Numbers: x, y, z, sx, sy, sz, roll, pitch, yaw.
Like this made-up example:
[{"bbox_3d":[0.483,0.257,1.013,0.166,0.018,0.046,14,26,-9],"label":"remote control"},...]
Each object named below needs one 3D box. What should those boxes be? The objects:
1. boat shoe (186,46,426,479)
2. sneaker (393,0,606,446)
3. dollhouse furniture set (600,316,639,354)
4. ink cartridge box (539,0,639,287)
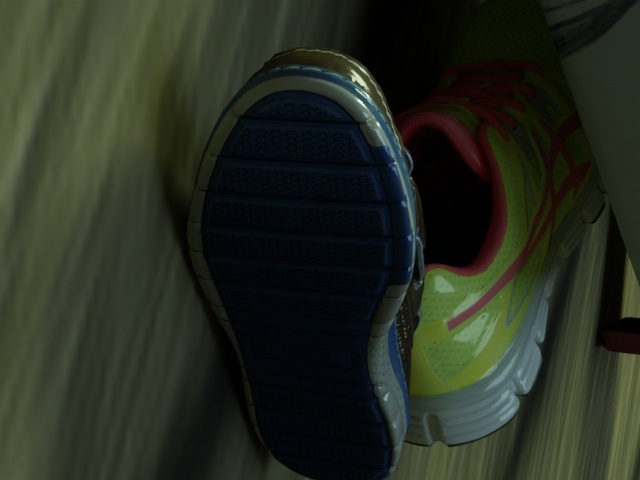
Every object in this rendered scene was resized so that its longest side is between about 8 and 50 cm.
[{"bbox_3d":[0.000,0.000,0.583,0.183,0.066,0.066,89,12,-51],"label":"boat shoe"},{"bbox_3d":[0.060,-0.030,0.721,0.094,0.081,0.208,61,34,-44],"label":"sneaker"},{"bbox_3d":[0.315,-0.030,1.364,0.374,0.152,0.201,-12,107,-71],"label":"dollhouse furniture set"},{"bbox_3d":[0.152,-0.124,0.734,0.289,0.122,0.211,71,19,1],"label":"ink cartridge box"}]
